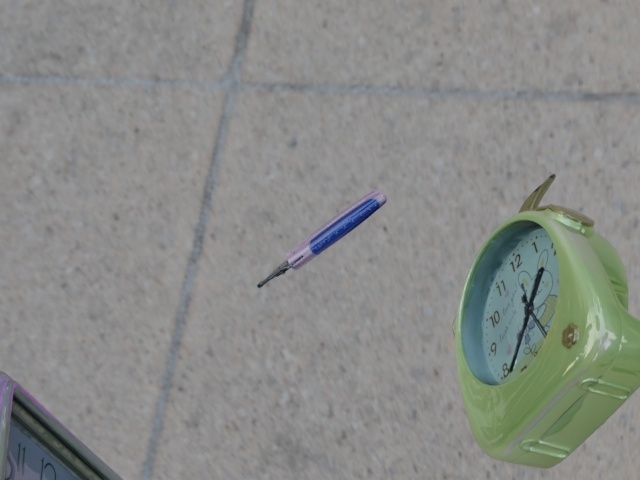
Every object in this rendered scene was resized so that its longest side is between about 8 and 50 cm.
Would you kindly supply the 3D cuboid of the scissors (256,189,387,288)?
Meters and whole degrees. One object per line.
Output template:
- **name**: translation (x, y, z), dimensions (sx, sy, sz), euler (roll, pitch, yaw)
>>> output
- **scissors**: translation (0.000, 0.000, 0.965), dimensions (0.113, 0.039, 0.012), euler (-37, 98, 0)

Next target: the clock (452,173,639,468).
- **clock**: translation (0.173, 0.049, 1.060), dimensions (0.069, 0.170, 0.232), euler (15, 42, -23)

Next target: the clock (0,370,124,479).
- **clock**: translation (-0.181, 0.184, 0.810), dimensions (0.071, 0.192, 0.147), euler (-15, 51, 14)
